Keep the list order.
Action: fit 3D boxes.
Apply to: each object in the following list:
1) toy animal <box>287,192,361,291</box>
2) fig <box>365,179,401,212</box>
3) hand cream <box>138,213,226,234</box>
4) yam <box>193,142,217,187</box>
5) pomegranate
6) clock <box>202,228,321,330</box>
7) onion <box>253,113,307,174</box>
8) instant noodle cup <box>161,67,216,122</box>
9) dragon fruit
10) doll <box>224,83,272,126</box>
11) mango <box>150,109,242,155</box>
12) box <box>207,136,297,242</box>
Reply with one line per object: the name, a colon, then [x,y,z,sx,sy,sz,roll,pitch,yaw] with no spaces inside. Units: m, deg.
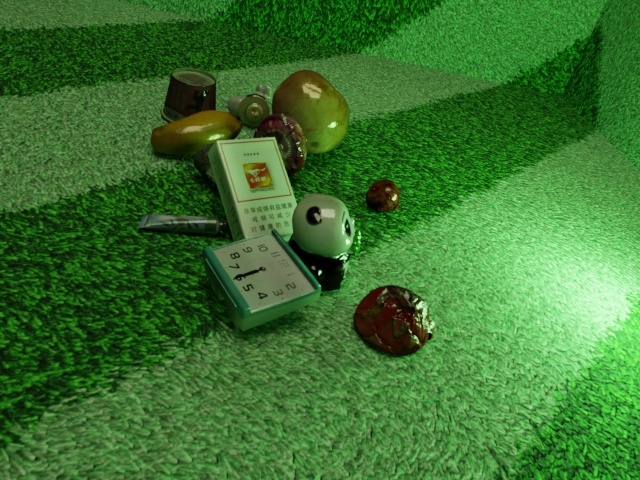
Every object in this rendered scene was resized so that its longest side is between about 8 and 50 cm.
toy animal: [0.010,0.001,1.587,0.212,0.267,0.213,14,30,-8]
fig: [0.227,-0.153,2.029,0.128,0.150,0.129,-3,64,6]
hand cream: [-0.413,-0.047,1.685,0.255,0.055,0.088,2,32,-7]
yam: [-0.307,-0.231,1.899,0.153,0.154,0.254,-17,42,-38]
pomegranate: [-0.057,-0.500,2.247,0.337,0.339,0.338,10,35,-7]
clock: [-0.161,0.106,1.476,0.231,0.116,0.262,-17,46,-27]
onion: [-0.132,-0.363,2.077,0.229,0.230,0.163,29,42,19]
instant noodle cup: [-0.525,-0.586,2.282,0.234,0.179,0.235,12,34,-8]
dragon fruit: [0.210,0.183,1.501,0.223,0.148,0.219,8,34,-11]
doll: [-0.274,-0.605,2.438,0.208,0.144,0.271,23,39,28]
mango: [-0.456,-0.394,2.074,0.359,0.144,0.186,-24,33,-34]
box: [-0.198,-0.151,1.725,0.210,0.095,0.331,-11,77,-33]
